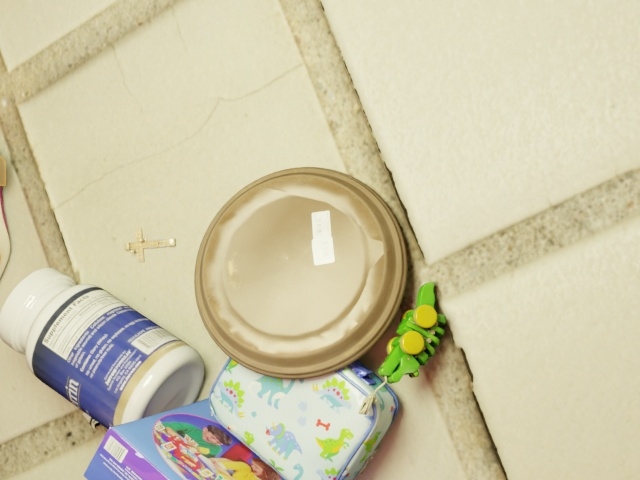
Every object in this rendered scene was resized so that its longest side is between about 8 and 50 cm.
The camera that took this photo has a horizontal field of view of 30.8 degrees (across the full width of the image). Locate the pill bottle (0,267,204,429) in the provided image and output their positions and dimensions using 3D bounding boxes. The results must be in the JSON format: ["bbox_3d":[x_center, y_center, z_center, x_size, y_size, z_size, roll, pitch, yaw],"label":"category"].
[{"bbox_3d":[-0.301,0.152,1.580,0.265,0.153,0.153,30,105,23],"label":"pill bottle"}]

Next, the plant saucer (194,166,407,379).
[{"bbox_3d":[-0.031,0.033,1.448,0.278,0.041,0.277,-4,71,13],"label":"plant saucer"}]

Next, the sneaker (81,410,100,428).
[{"bbox_3d":[-0.299,0.242,1.654,0.083,0.032,0.037,-25,95,30],"label":"sneaker"}]

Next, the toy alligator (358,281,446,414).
[{"bbox_3d":[0.109,0.139,1.409,0.051,0.056,0.189,31,70,-8],"label":"toy alligator"}]

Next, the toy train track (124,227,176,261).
[{"bbox_3d":[-0.240,0.005,1.619,0.083,0.014,0.048,-5,90,26],"label":"toy train track"}]

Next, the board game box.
[{"bbox_3d":[-0.089,0.345,1.439,0.347,0.233,0.078,36,107,20],"label":"board game box"}]

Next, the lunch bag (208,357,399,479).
[{"bbox_3d":[-0.020,0.204,1.478,0.219,0.090,0.176,37,107,21],"label":"lunch bag"}]

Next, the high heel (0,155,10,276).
[{"bbox_3d":[-0.518,-0.033,1.734,0.117,0.082,0.244,33,122,50],"label":"high heel"}]
